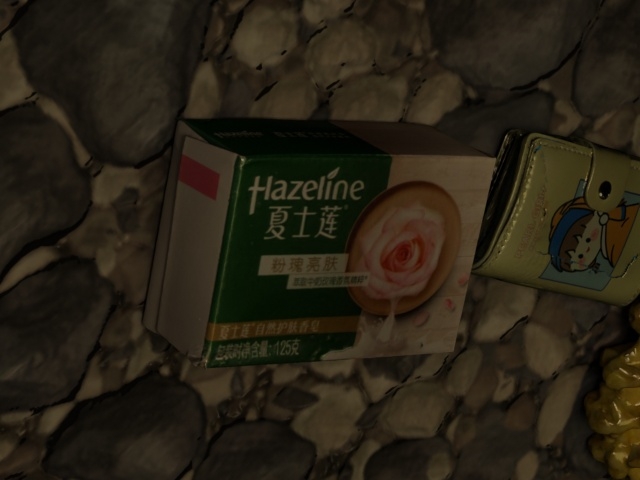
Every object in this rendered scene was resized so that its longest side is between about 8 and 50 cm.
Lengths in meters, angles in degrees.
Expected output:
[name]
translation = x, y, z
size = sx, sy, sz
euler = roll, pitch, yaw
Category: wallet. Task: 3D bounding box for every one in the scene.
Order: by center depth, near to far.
[wallet]
translation = 0.175, -0.014, 1.356
size = 0.155, 0.039, 0.110
euler = 12, 104, -40

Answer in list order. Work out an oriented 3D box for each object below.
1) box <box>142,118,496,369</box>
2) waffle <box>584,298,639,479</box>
[box]
translation = 0.000, 0.000, 1.210
size = 0.199, 0.081, 0.135
euler = -3, 112, -37
[waffle]
translation = 0.322, 0.112, 1.447
size = 0.249, 0.056, 0.253
euler = 20, 112, -15
